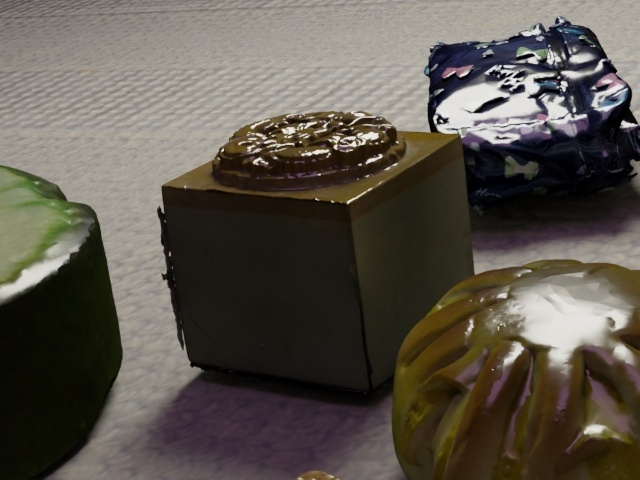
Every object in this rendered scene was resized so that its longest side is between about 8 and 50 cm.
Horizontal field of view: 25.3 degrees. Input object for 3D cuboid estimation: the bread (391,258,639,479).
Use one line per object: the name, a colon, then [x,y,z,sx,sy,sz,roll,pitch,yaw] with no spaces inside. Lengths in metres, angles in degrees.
bread: [0.131,0.073,0.712,0.213,0.105,0.213,-6,19,2]

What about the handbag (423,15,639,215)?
handbag: [0.168,-0.102,1.140,0.162,0.113,0.260,-14,22,6]

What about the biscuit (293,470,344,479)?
biscuit: [-0.012,0.173,0.596,0.212,0.041,0.239,-11,20,12]

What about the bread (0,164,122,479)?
bread: [-0.312,0.064,0.885,0.366,0.129,0.382,-3,22,8]

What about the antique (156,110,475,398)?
antique: [0.000,0.000,0.894,0.146,0.148,0.152,7,23,32]
